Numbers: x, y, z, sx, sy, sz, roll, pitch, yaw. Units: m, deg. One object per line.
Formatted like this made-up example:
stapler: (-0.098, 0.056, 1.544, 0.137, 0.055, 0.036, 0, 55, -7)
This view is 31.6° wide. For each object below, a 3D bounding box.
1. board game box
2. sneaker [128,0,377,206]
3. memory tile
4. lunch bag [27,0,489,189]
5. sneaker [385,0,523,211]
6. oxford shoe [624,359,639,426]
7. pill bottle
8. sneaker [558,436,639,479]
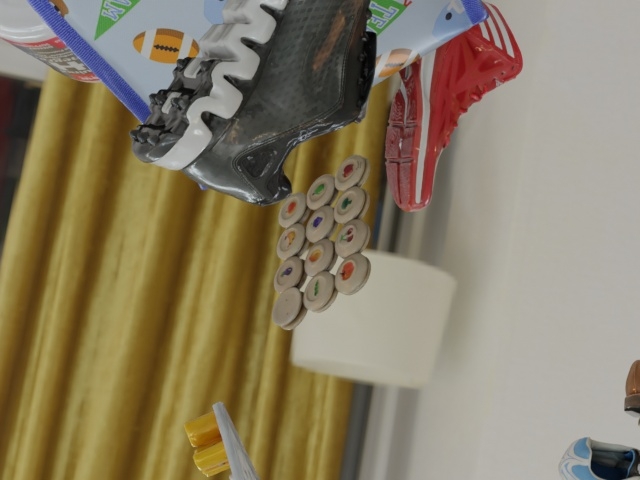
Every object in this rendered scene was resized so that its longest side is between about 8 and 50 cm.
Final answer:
board game box: (-0.024, 0.418, 1.141, 0.050, 0.390, 0.390, -22, -148, -3)
sneaker: (-0.004, -0.119, 0.645, 0.106, 0.234, 0.078, 36, 175, -28)
memory tile: (0.000, 0.000, 0.996, 0.012, 0.148, 0.113, 31, 133, -34)
lunch bag: (-0.088, -0.285, 0.961, 0.328, 0.239, 0.385, -33, 142, 9)
sneaker: (0.140, -0.135, 1.119, 0.128, 0.221, 0.087, 4, -173, -17)
oxford shoe: (0.453, 0.208, 1.504, 0.076, 0.076, 0.212, -6, 156, 24)
pill bottle: (-0.301, -0.296, 1.407, 0.176, 0.176, 0.318, 8, 176, 11)
sneaker: (0.441, 0.326, 1.527, 0.237, 0.085, 0.086, 17, 140, -6)
